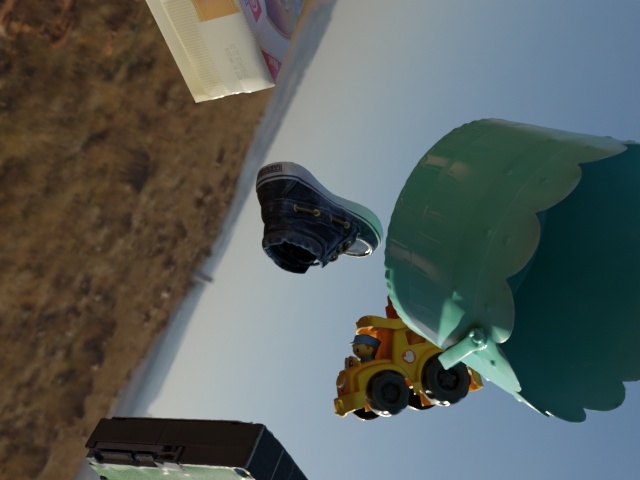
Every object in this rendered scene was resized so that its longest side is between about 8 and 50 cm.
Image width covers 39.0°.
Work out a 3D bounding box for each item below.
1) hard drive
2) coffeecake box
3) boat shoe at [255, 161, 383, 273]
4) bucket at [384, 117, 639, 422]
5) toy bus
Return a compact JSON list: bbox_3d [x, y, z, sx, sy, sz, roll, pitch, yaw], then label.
[{"bbox_3d":[-0.094,0.328,1.057,0.237,0.339,0.064,-6,-138,31],"label":"hard drive"},{"bbox_3d":[-0.070,-0.217,0.678,0.185,0.068,0.142,-77,152,-47],"label":"coffeecake box"},{"bbox_3d":[0.000,0.000,0.861,0.065,0.183,0.083,-17,-119,31],"label":"boat shoe"},{"bbox_3d":[0.208,0.018,0.862,0.183,0.281,0.281,26,-89,49],"label":"bucket"},{"bbox_3d":[0.120,0.167,1.419,0.149,0.220,0.211,140,-60,-71],"label":"toy bus"}]
